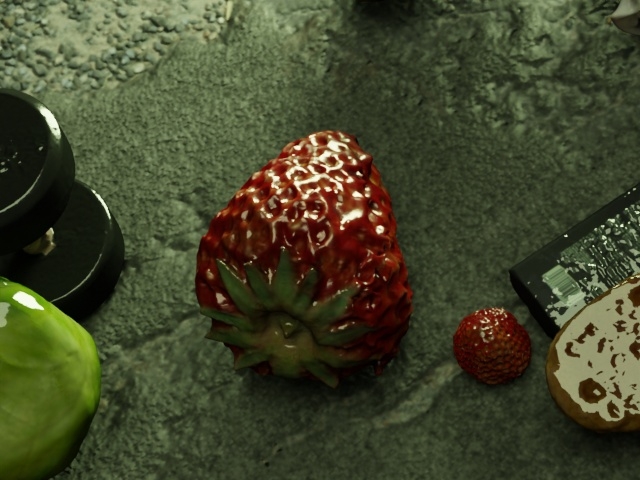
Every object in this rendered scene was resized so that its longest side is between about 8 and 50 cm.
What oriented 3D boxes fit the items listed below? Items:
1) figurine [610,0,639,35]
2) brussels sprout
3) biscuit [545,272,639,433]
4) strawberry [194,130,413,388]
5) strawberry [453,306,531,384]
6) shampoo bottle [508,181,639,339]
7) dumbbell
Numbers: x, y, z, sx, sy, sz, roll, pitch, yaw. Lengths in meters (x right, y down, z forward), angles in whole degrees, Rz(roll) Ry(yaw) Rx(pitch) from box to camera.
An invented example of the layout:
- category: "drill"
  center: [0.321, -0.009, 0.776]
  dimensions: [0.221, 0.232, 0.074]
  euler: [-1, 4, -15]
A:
- category: "figurine"
  center: [0.322, -0.279, 1.777]
  dimensions: [0.200, 0.133, 0.276]
  euler: [-12, 66, -7]
- category: "brussels sprout"
  center: [-0.302, 0.126, 1.666]
  dimensions: [0.223, 0.223, 0.161]
  euler: [-6, 24, 9]
- category: "biscuit"
  center: [0.349, 0.143, 1.580]
  dimensions: [0.262, 0.052, 0.277]
  euler: [-27, 75, -4]
- category: "strawberry"
  center: [0.000, 0.000, 1.686]
  dimensions: [0.205, 0.205, 0.244]
  euler: [7, 45, 16]
- category: "strawberry"
  center: [0.153, 0.091, 1.656]
  dimensions: [0.073, 0.083, 0.073]
  euler: [-2, 70, 5]
- category: "shampoo bottle"
  center: [0.325, -0.015, 1.674]
  dimensions: [0.309, 0.071, 0.098]
  euler: [-33, 62, -5]
- category: "dumbbell"
  center: [-0.283, -0.025, 1.731]
  dimensions: [0.152, 0.218, 0.153]
  euler: [-5, 62, 9]
